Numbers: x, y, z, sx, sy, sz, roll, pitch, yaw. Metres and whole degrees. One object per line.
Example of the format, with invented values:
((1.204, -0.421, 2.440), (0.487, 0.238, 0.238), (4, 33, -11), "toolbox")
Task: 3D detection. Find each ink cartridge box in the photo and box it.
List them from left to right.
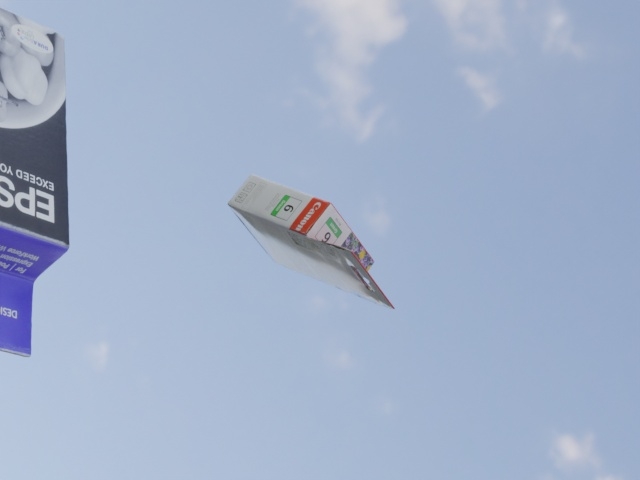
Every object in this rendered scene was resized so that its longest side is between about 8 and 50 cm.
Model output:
((-0.231, -0.056, 0.763), (0.045, 0.206, 0.208), (-24, -119, 35), "ink cartridge box")
((0.000, 0.000, 0.853), (0.115, 0.029, 0.063), (20, -24, 44), "ink cartridge box")
